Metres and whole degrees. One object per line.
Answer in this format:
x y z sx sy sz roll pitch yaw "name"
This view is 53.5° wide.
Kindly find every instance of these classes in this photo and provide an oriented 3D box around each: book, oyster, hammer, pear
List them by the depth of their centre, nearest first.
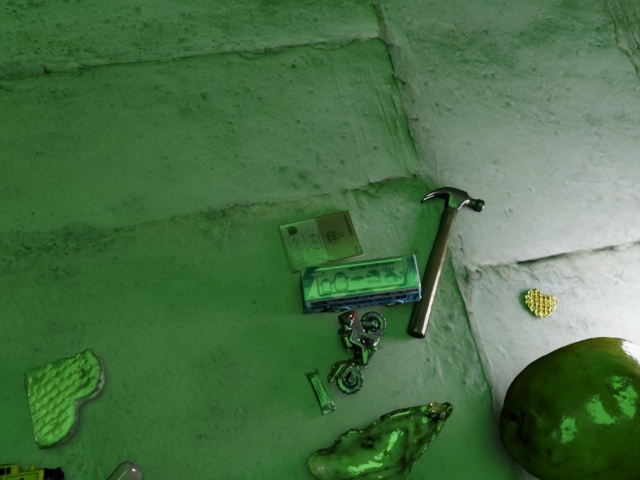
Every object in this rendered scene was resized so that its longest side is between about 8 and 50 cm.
0.596 0.383 1.400 0.413 0.352 0.352 -19 70 -27 "pear"
0.146 0.462 1.439 0.341 0.110 0.166 -35 70 -16 "oyster"
0.000 0.000 1.668 0.199 0.016 0.138 -13 69 -13 "book"
0.309 0.050 1.670 0.168 0.044 0.440 19 66 0 "hammer"

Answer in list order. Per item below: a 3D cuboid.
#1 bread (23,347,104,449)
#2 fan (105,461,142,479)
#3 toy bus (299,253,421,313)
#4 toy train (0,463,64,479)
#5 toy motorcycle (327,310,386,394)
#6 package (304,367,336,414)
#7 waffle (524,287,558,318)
-0.590 0.343 1.419 0.172 0.064 0.232 22 64 3 "bread"
-0.469 0.569 1.317 0.244 0.074 0.130 -50 122 -33 "fan"
0.098 0.109 1.562 0.297 0.131 0.106 -7 68 0 "toy bus"
-0.619 0.529 1.325 0.219 0.089 0.127 -6 58 -9 "toy train"
0.075 0.259 1.532 0.118 0.084 0.212 26 71 -5 "toy motorcycle"
0.000 0.358 1.513 0.037 0.015 0.110 -20 72 -16 "package"
0.578 0.163 1.671 0.085 0.016 0.078 38 67 10 "waffle"
